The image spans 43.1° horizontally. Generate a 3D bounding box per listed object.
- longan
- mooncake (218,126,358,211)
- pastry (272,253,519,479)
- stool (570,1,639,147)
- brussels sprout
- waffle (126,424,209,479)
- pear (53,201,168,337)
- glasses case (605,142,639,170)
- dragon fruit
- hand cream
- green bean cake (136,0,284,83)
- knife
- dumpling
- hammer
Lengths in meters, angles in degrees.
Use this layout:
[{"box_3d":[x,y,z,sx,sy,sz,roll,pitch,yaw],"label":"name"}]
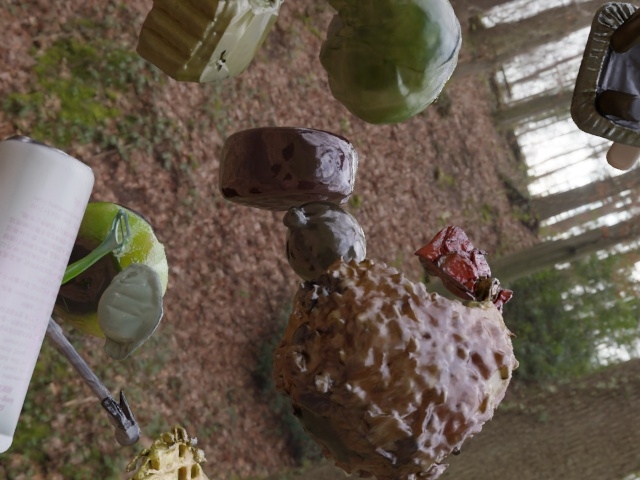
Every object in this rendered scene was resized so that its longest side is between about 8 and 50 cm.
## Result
[{"box_3d":[0.000,0.000,1.607,0.204,0.159,0.185,38,22,-37],"label":"longan"},{"box_3d":[-0.077,-0.154,1.890,0.334,0.326,0.174,37,55,-77],"label":"mooncake"},{"box_3d":[0.110,0.224,1.313,0.292,0.405,0.337,-2,-110,63],"label":"pastry"},{"box_3d":[0.748,-0.360,1.764,0.226,0.310,0.310,-152,-108,-75],"label":"stool"},{"box_3d":[0.192,-0.520,2.087,0.361,0.342,0.425,8,-67,50],"label":"brussels sprout"},{"box_3d":[-0.266,0.470,1.429,0.280,0.060,0.262,-70,149,-47],"label":"waffle"},{"box_3d":[-0.621,0.090,2.193,0.165,0.399,0.398,-24,95,-72],"label":"pear"},{"box_3d":[0.851,-0.281,2.198,0.083,0.196,0.050,33,11,8],"label":"glasses case"},{"box_3d":[0.261,0.078,1.518,0.192,0.092,0.122,46,-53,17],"label":"dragon fruit"},{"box_3d":[-0.367,0.058,0.932,0.185,0.118,0.358,45,57,-64],"label":"hand cream"},{"box_3d":[-0.164,-0.371,1.312,0.124,0.233,0.236,37,24,6],"label":"green bean cake"},{"box_3d":[-0.332,0.027,1.149,0.022,0.166,0.078,44,16,-38],"label":"knife"},{"box_3d":[-0.392,0.151,1.720,0.108,0.153,0.219,74,19,-67],"label":"dumpling"},{"box_3d":[-0.456,0.183,1.428,0.427,0.044,0.152,45,-26,18],"label":"hammer"}]
